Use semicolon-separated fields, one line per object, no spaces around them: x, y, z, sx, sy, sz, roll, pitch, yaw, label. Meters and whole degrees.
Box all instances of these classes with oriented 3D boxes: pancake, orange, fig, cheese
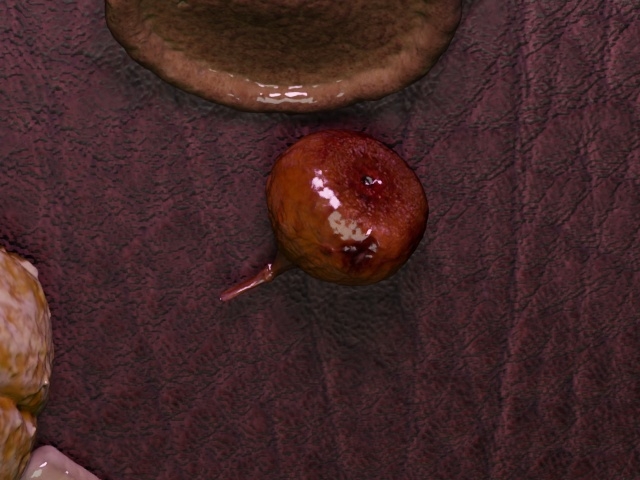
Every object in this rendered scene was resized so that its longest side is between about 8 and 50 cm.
-0.029;-0.189;1.616;0.288;0.033;0.286;25;143;-34;pancake
-0.392;0.174;1.714;0.271;0.210;0.369;29;113;-24;orange
0.000;0.000;1.739;0.146;0.134;0.201;46;128;9;fig
-0.211;0.269;1.867;0.194;0.043;0.065;36;111;-19;cheese
